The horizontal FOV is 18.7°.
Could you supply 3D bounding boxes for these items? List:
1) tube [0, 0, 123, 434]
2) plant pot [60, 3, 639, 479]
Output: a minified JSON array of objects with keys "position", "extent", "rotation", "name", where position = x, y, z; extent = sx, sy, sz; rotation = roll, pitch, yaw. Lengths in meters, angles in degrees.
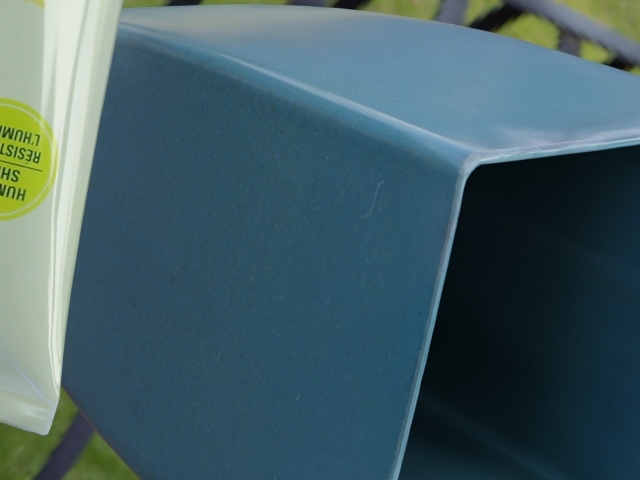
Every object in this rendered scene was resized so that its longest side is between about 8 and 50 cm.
[{"position":[-0.068,-0.086,0.405],"extent":[0.070,0.240,0.062],"rotation":[16,-1,40],"name":"tube"},{"position":[0.000,0.000,0.685],"extent":[0.234,0.166,0.165],"rotation":[29,25,37],"name":"plant pot"}]
